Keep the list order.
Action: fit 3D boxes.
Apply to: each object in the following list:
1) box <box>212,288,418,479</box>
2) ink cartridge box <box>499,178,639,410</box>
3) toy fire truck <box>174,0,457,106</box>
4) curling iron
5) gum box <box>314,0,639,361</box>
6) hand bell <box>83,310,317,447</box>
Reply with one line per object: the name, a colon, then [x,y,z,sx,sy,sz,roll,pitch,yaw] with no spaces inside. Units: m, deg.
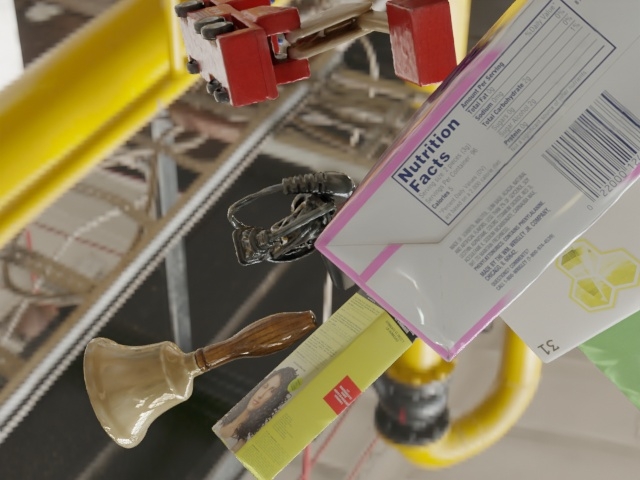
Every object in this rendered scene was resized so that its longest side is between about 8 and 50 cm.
box: [-0.005,0.153,1.433,0.232,0.058,0.087,-43,-156,-9]
ink cartridge box: [0.228,0.038,0.966,0.235,0.171,0.056,47,-143,-9]
toy fire truck: [-0.008,-0.126,0.820,0.135,0.047,0.192,-15,-158,-12]
curling iron: [0.000,0.000,0.776,0.068,0.274,0.035,-17,-99,5]
gum box: [0.083,-0.052,0.451,0.062,0.188,0.107,41,-155,-2]
hand bell: [-0.116,0.126,1.428,0.242,0.126,0.126,-20,-143,13]
